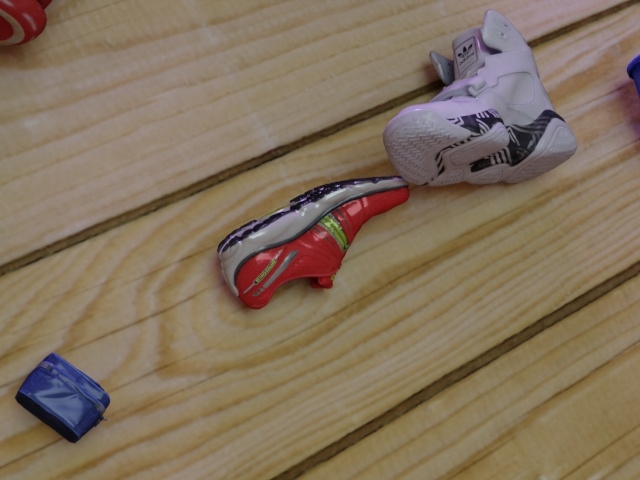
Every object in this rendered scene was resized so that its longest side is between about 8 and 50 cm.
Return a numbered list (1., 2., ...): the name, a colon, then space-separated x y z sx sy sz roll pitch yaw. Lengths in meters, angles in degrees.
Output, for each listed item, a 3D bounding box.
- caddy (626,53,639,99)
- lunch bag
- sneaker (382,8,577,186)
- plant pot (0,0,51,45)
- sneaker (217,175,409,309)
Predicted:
1. caddy: 0.624 -0.255 1.612 0.341 0.241 0.179 -8 80 -25
2. lunch bag: -0.277 0.173 1.196 0.098 0.067 0.065 39 63 -7
3. sneaker: 0.188 -0.189 1.438 0.366 0.137 0.210 -2 66 -47
4. plant pot: -0.383 -0.331 1.259 0.191 0.191 0.174 14 74 -17
5. sneaker: 0.000 0.000 1.367 0.279 0.107 0.118 -27 102 -24
